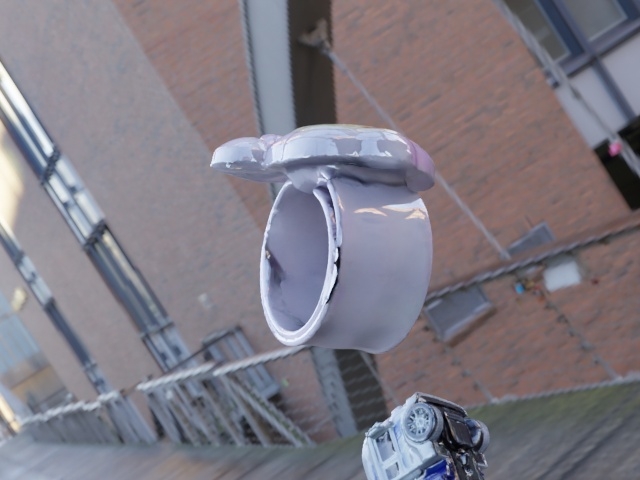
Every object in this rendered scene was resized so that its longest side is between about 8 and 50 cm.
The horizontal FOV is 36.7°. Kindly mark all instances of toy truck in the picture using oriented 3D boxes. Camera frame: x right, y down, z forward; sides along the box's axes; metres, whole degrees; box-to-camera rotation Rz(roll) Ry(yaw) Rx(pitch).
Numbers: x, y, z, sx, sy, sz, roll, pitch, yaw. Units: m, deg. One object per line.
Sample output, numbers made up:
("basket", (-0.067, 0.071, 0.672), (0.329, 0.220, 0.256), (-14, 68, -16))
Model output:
("toy truck", (0.134, 0.323, 1.107), (0.155, 0.268, 0.124), (-39, -41, 26))

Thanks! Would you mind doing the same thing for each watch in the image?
("watch", (0.000, 0.000, 0.978), (0.211, 0.217, 0.248), (9, -7, -27))
